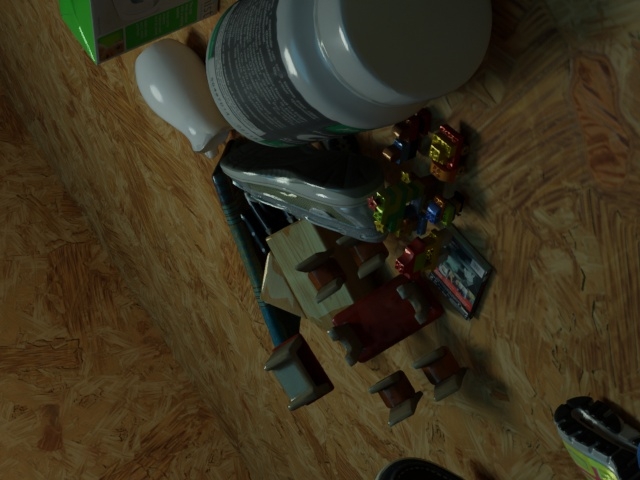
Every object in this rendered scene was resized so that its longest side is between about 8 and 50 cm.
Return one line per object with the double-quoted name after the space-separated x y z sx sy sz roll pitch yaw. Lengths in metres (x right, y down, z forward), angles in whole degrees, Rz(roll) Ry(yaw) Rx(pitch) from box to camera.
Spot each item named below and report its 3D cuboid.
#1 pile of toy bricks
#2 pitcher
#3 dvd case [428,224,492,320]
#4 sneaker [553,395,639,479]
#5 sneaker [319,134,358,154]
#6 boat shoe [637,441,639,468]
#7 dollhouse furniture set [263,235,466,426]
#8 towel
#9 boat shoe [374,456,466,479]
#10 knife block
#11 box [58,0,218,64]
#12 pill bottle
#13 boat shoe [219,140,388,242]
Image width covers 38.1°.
0.104 -0.053 1.145 0.118 0.105 0.212 45 146 35 "pile of toy bricks"
-0.245 -0.249 1.683 0.207 0.125 0.178 55 165 4 "pitcher"
0.183 0.043 1.223 0.087 0.013 0.119 50 155 27 "dvd case"
0.352 0.264 1.038 0.208 0.081 0.094 45 160 49 "sneaker"
0.002 -0.169 1.327 0.135 0.052 0.058 66 161 -7 "sneaker"
0.421 0.282 0.893 0.258 0.089 0.109 62 145 15 "boat shoe"
0.053 0.138 1.356 0.262 0.259 0.135 58 -162 3 "dollhouse furniture set"
-0.101 0.020 1.625 0.271 0.040 0.370 -92 -16 -71 "towel"
0.272 0.464 1.297 0.500 0.186 0.156 39 143 34 "boat shoe"
0.000 0.000 1.448 0.275 0.088 0.242 22 114 23 "knife block"
-0.275 -0.430 1.392 0.127 0.231 0.262 53 155 19 "box"
0.018 -0.219 1.037 0.361 0.204 0.204 1 116 66 "pill bottle"
-0.028 -0.077 1.306 0.320 0.118 0.103 17 134 45 "boat shoe"
